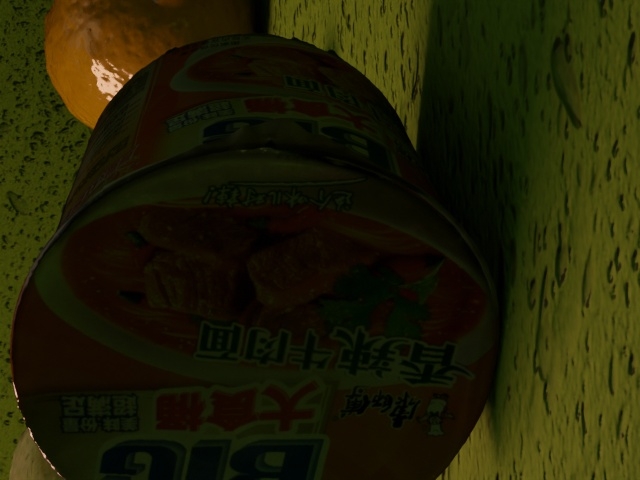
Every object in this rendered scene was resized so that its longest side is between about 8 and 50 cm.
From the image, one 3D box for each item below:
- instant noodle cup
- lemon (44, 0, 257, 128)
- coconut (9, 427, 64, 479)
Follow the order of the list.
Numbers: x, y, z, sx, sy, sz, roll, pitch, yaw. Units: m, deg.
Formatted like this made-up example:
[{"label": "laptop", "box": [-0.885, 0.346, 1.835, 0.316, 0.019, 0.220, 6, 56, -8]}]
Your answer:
[{"label": "instant noodle cup", "box": [-0.044, 0.017, 1.004, 0.214, 0.296, 0.296, -98, 10, -58]}, {"label": "lemon", "box": [-0.179, -0.214, 1.698, 0.288, 0.233, 0.233, 130, 135, -64]}, {"label": "coconut", "box": [-0.141, 0.267, 1.487, 0.281, 0.328, 0.328, 122, 146, -44]}]
